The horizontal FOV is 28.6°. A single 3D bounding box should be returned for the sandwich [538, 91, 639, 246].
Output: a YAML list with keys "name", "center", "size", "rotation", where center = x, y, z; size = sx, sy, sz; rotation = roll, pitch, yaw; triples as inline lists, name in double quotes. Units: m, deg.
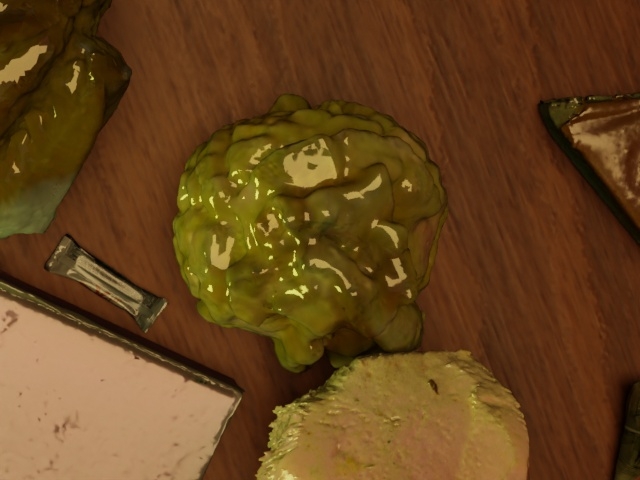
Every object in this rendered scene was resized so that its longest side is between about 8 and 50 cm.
- name: "sandwich"
  center: [0.336, -0.037, 1.168]
  size: [0.245, 0.063, 0.212]
  rotation: [-6, 94, -7]

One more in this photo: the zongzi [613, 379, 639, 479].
- name: "zongzi"
  center: [0.332, 0.189, 1.185]
  size: [0.104, 0.052, 0.113]
  rotation: [4, 104, -15]

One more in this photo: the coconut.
- name: "coconut"
  center: [0.063, 0.218, 1.054]
  size: [0.233, 0.245, 0.233]
  rotation: [-2, 58, 3]

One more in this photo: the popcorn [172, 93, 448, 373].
- name: "popcorn"
  center: [0.000, 0.000, 1.051]
  size: [0.259, 0.212, 0.259]
  rotation: [0, 87, -2]

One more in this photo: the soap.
- name: "soap"
  center: [-0.219, 0.152, 1.080]
  size: [0.259, 0.081, 0.181]
  rotation: [25, 89, -10]

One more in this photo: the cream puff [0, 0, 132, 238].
- name: "cream puff"
  center: [-0.301, -0.177, 0.931]
  size: [0.378, 0.275, 0.378]
  rotation: [6, 79, -31]

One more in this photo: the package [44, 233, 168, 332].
- name: "package"
  center: [-0.189, 0.039, 1.114]
  size: [0.110, 0.015, 0.037]
  rotation: [34, 87, -7]
